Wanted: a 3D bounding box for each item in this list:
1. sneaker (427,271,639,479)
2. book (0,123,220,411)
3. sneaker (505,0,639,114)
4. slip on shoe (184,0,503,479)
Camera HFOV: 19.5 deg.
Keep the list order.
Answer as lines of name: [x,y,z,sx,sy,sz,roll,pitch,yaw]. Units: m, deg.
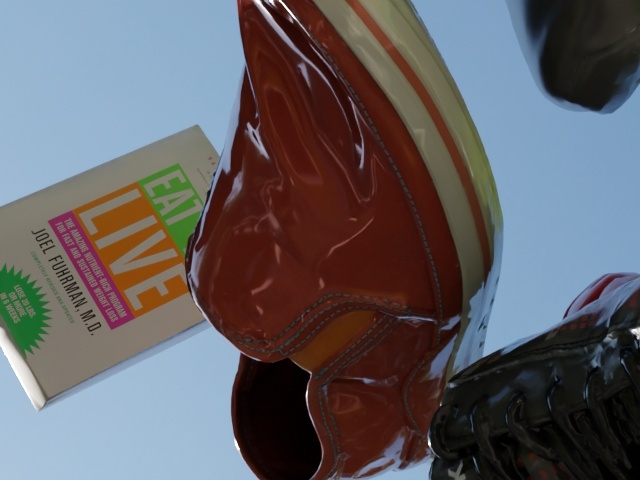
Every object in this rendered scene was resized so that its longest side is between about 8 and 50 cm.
sneaker: [0.107,0.061,0.611,0.135,0.276,0.098,-35,-94,-12]
book: [-0.099,0.011,0.920,0.096,0.144,0.035,59,-30,8]
sneaker: [0.056,-0.159,0.683,0.130,0.286,0.109,2,-40,-14]
slip on shoe: [0.000,0.000,0.712,0.101,0.123,0.331,-25,-33,-14]
